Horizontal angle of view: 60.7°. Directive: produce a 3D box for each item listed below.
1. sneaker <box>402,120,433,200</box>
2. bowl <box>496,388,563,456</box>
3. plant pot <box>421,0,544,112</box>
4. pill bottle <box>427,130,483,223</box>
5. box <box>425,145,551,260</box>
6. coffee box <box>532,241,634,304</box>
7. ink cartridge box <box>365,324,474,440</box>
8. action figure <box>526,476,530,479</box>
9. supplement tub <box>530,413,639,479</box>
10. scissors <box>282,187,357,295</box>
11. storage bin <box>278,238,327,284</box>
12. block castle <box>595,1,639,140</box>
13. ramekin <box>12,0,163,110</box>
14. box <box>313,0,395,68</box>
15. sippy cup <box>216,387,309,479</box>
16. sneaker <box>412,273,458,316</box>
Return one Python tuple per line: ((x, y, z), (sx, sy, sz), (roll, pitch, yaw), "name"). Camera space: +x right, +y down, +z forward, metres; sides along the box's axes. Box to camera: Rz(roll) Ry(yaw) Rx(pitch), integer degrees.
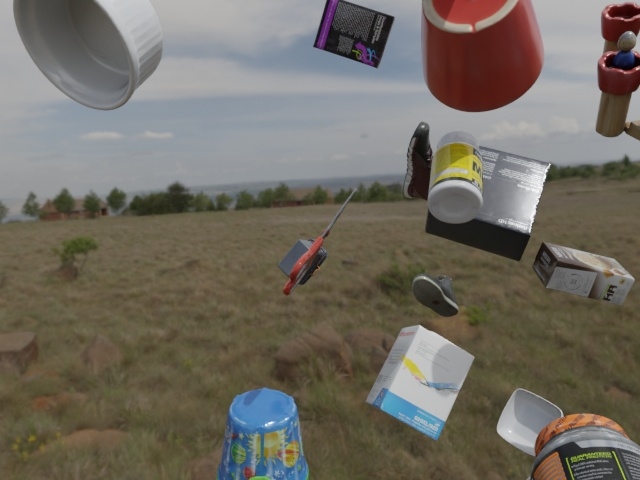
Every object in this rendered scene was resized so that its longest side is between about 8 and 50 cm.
((0.349, -0.228, 1.666), (0.162, 0.281, 0.106), (20, 54, 18), "sneaker")
((0.544, 0.472, 1.407), (0.142, 0.142, 0.053), (24, -8, 46), "bowl")
((0.334, -0.451, 1.166), (0.274, 0.275, 0.243), (-2, -18, 21), "plant pot")
((0.309, -0.149, 1.246), (0.119, 0.119, 0.209), (-2, 46, 19), "pill bottle")
((0.578, -0.144, 1.905), (0.343, 0.313, 0.179), (19, -28, 17), "box")
((0.809, 0.101, 1.696), (0.246, 0.098, 0.141), (13, 24, -4), "coffee box")
((0.257, 0.363, 1.428), (0.168, 0.233, 0.171), (29, -13, -1), "ink cartridge box")
((0.448, 0.544, 1.121), (0.284, 0.099, 0.185), (2, -15, -23), "action figure")
((0.418, 0.418, 0.788), (0.193, 0.194, 0.316), (-3, 26, 11), "supplement tub")
((0.000, 0.000, 1.241), (0.021, 0.109, 0.297), (29, 57, 8), "scissors")
((-0.056, 0.062, 1.615), (0.098, 0.135, 0.091), (44, 11, 24), "storage bin")
((0.767, -0.343, 1.031), (0.452, 0.213, 0.303), (9, 48, 23), "block castle")
((-0.456, -0.419, 1.107), (0.277, 0.277, 0.135), (0, 40, 31), "ramekin")
((0.076, -0.472, 1.241), (0.162, 0.116, 0.029), (22, 19, 9), "box")
((-0.142, 0.500, 1.346), (0.240, 0.224, 0.305), (-12, 22, -37), "sippy cup")
((0.344, 0.139, 1.681), (0.083, 0.118, 0.222), (-24, -46, 27), "sneaker")
